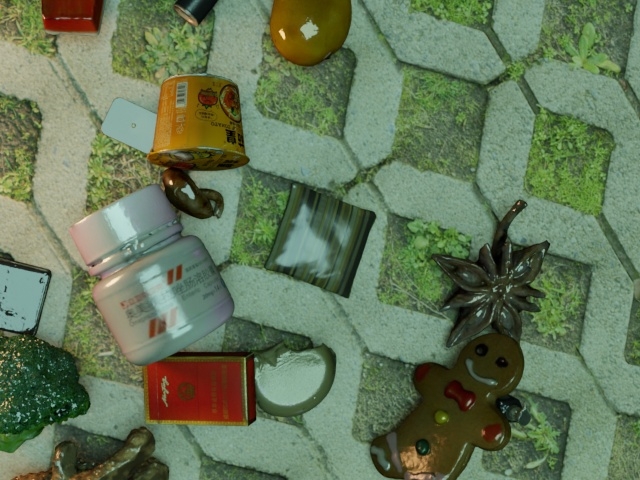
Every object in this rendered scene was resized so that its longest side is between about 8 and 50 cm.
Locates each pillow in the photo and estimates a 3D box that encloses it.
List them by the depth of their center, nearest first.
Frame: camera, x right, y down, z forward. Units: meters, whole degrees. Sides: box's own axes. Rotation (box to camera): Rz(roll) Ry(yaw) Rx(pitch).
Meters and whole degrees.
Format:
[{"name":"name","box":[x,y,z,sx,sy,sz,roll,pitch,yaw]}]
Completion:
[{"name":"pillow","box":[0.000,0.000,1.972,0.212,0.052,0.208,20,86,-12]}]

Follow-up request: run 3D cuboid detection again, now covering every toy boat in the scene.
[{"name":"toy boat","box":[-0.514,-0.587,1.839,0.145,0.133,0.332,0,81,-4]}]

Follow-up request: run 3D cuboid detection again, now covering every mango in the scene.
[{"name":"mango","box":[-0.017,-0.507,1.911,0.175,0.139,0.254,11,84,-16]}]

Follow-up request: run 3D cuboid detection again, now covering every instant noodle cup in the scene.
[{"name":"instant noodle cup","box":[-0.257,-0.248,1.853,0.215,0.216,0.172,1,83,-9]}]

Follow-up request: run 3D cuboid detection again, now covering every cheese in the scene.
[{"name":"cheese","box":[-0.057,0.301,1.954,0.202,0.091,0.175,-18,94,-10]}]

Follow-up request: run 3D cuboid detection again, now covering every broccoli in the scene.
[{"name":"broccoli","box":[-0.632,0.323,1.816,0.254,0.269,0.269,0,92,-46]}]

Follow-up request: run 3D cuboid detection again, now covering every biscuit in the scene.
[{"name":"biscuit","box":[0.288,0.382,1.936,0.432,0.283,0.064,-52,138,3]}]

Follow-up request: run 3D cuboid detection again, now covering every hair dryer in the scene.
[{"name":"hair dryer","box":[-0.326,-0.597,1.898,0.255,0.070,0.128,40,85,-4]}]

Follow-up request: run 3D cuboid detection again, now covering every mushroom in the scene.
[{"name":"mushroom","box":[-0.276,-0.093,1.889,0.170,0.135,0.080,34,102,-38]}]

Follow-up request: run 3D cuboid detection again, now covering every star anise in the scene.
[{"name":"star anise","box":[0.402,0.097,2.017,0.292,0.109,0.349,-18,105,-16]}]

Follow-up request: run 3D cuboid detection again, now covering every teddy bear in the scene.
[{"name":"teddy bear","box":[-0.502,0.522,1.870,0.296,0.222,0.246,-41,133,-36]}]

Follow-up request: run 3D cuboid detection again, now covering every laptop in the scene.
[{"name":"laptop","box":[-0.698,0.112,1.873,0.207,0.026,0.154,15,90,-9]}]

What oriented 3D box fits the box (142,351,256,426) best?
[{"name":"box","box":[-0.262,0.320,1.891,0.239,0.074,0.153,-2,96,13]}]

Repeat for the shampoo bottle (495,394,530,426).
[{"name":"shampoo bottle","box":[0.416,0.373,1.974,0.057,0.207,0.063,-9,96,-14]}]

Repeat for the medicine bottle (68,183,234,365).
[{"name":"medicine bottle","box":[-0.353,0.069,1.814,0.256,0.256,0.325,-27,94,-8]}]

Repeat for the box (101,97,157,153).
[{"name":"box","box":[-0.408,-0.250,1.907,0.126,0.031,0.091,23,88,-9]}]
